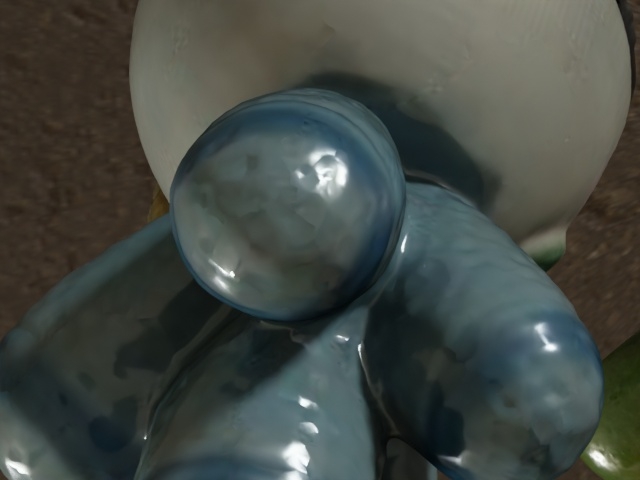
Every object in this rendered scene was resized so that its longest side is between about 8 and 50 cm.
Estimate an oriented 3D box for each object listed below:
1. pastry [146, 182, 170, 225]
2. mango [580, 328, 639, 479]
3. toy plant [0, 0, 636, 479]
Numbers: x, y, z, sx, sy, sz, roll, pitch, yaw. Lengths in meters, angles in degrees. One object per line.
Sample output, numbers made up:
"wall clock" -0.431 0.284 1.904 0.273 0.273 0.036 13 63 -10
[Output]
"pastry" 0.000 0.000 1.012 0.182 0.093 0.192 -24 70 -8
"mango" 0.271 0.082 1.063 0.251 0.114 0.156 -38 108 16
"toy plant" -0.002 0.017 0.691 0.247 0.332 0.247 8 135 8
